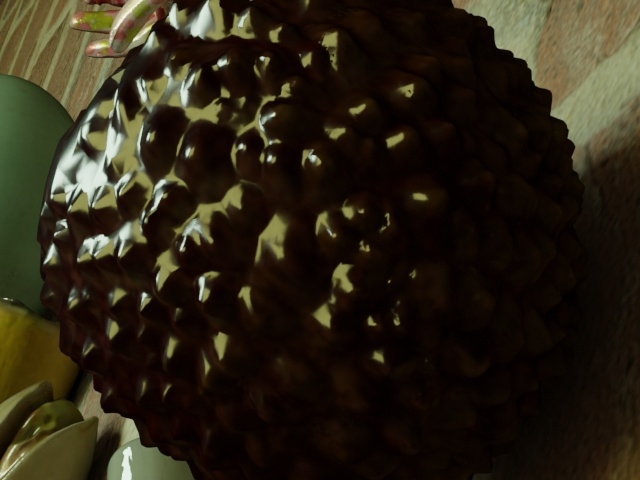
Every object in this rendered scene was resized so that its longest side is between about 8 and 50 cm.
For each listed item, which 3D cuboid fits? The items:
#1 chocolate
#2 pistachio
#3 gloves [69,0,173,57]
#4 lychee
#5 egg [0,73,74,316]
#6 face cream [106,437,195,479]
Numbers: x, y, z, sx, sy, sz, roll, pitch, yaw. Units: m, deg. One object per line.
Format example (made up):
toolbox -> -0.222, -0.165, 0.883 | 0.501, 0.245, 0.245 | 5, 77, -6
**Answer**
chocolate -> -0.399, 0.268, 1.876 | 0.445, 0.162, 0.162 | -67, 18, -8
pistachio -> -0.293, 0.238, 1.672 | 0.215, 0.144, 0.144 | -54, 17, -5
gloves -> -0.204, -0.310, 2.224 | 0.241, 0.126, 0.145 | -50, 46, 28
lychee -> 0.000, 0.000, 0.962 | 0.306, 0.306, 0.330 | -54, 45, 26
egg -> -0.416, -0.035, 2.154 | 0.276, 0.276, 0.389 | -43, 24, 46
face cream -> -0.104, 0.276, 1.198 | 0.143, 0.089, 0.314 | -49, 33, 37
